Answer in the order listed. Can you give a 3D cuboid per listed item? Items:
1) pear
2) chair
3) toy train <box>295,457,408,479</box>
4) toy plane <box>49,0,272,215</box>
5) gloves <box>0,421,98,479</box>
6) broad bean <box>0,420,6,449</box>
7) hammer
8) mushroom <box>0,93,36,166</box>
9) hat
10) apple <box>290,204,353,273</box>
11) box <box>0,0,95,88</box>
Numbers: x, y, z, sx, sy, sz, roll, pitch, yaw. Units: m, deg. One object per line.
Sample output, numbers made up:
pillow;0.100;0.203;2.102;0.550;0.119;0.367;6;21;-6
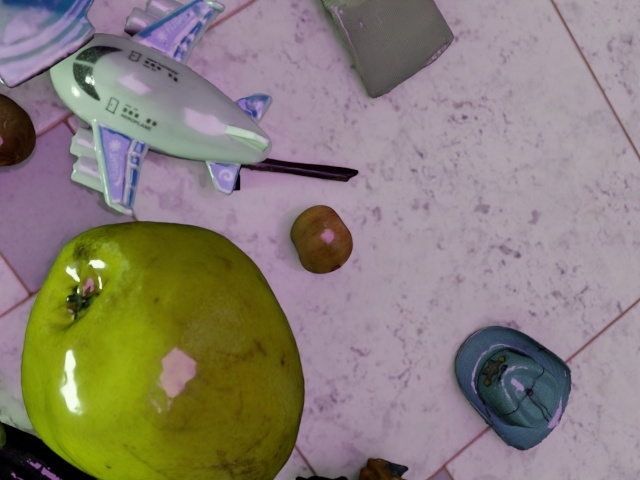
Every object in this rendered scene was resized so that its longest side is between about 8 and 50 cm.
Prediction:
pear;-0.147;0.151;0.921;0.287;0.287;0.375;-42;126;-13
chair;0.060;-0.349;1.024;0.160;0.186;0.319;-38;99;-19
toy train;0.023;0.449;1.038;0.231;0.163;0.369;13;87;-9
toy plane;-0.180;-0.155;0.977;0.266;0.122;0.267;1;87;-9
gloves;-0.299;0.294;0.947;0.301;0.152;0.197;36;53;-1
broad bean;-0.425;0.104;0.884;0.297;0.060;0.043;47;60;-2
hammer;-0.037;-0.087;1.081;0.178;0.021;0.065;5;90;-20
mushroom;-0.363;-0.101;0.947;0.088;0.072;0.130;10;90;-48
hat;0.271;0.202;1.151;0.191;0.078;0.138;39;81;-14
apple;0.000;0.000;1.061;0.071;0.084;0.084;-30;100;-6
box;-0.371;-0.279;0.871;0.291;0.206;0.262;6;88;-17
